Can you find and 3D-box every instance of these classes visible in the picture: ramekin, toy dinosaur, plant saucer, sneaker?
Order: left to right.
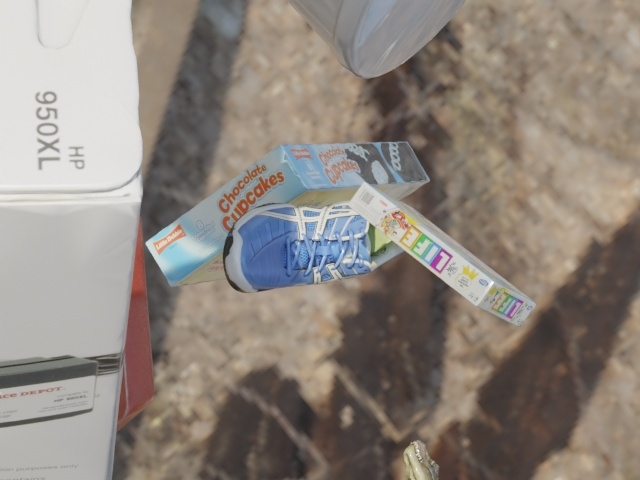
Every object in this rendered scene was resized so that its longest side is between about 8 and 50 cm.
[{"bbox_3d":[-0.239,0.102,1.934,0.048,0.258,0.259,7,62,-28],"label":"plant saucer"},{"bbox_3d":[0.000,0.000,1.702,0.211,0.081,0.080,-16,102,-41],"label":"sneaker"},{"bbox_3d":[0.057,0.350,2.040,0.064,0.268,0.118,34,21,31],"label":"toy dinosaur"},{"bbox_3d":[0.070,-0.290,1.690,0.127,0.273,0.273,40,29,14],"label":"ramekin"}]

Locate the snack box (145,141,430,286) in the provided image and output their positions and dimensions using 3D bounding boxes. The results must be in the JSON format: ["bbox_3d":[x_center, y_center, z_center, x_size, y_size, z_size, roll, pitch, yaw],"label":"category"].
[{"bbox_3d":[-0.027,-0.032,1.976,0.060,0.187,0.322,59,23,11],"label":"snack box"}]

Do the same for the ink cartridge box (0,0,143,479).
[{"bbox_3d":[-0.208,-0.028,1.138,0.166,0.395,0.285,-1,56,-12],"label":"ink cartridge box"}]

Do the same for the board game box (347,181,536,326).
[{"bbox_3d":[0.105,0.012,1.598,0.154,0.026,0.103,39,7,29],"label":"board game box"}]
